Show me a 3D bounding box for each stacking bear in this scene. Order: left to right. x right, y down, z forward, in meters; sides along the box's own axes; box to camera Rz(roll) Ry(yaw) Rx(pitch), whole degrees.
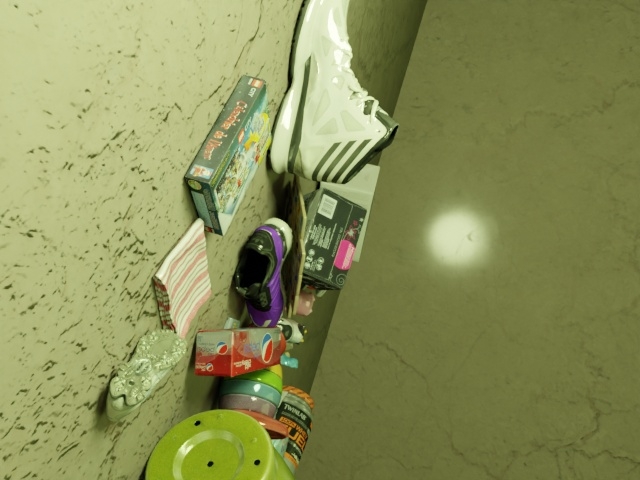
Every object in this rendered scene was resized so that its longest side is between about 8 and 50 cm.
[{"bbox_3d":[-0.159,0.336,1.435,0.175,0.164,0.288,-36,-145,46],"label":"stacking bear"}]

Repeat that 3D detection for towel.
[{"bbox_3d":[-0.226,0.074,0.983,0.197,0.029,0.144,96,13,-46],"label":"towel"}]

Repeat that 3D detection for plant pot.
[{"bbox_3d":[-0.189,0.539,1.156,0.366,0.367,0.352,-62,153,-50],"label":"plant pot"}]

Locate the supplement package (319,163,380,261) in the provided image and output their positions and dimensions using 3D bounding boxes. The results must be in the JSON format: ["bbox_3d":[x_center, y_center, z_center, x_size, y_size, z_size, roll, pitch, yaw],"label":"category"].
[{"bbox_3d":[0.082,-0.104,1.957,0.177,0.176,0.292,-71,172,-51],"label":"supplement package"}]

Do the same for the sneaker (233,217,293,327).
[{"bbox_3d":[-0.146,0.101,1.315,0.146,0.102,0.293,-47,149,-55],"label":"sneaker"}]

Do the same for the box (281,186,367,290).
[{"bbox_3d":[0.000,0.000,1.634,0.142,0.163,0.247,-15,-126,61],"label":"box"}]

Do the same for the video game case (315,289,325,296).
[{"bbox_3d":[0.019,0.050,1.795,0.173,0.022,0.190,-53,-143,41],"label":"video game case"}]

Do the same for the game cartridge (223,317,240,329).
[{"bbox_3d":[-0.209,0.210,1.346,0.083,0.017,0.055,62,49,-76],"label":"game cartridge"}]

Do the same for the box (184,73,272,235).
[{"bbox_3d":[-0.150,-0.146,0.997,0.159,0.044,0.233,90,19,-59],"label":"box"}]

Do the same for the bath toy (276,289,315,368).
[{"bbox_3d":[-0.078,0.202,1.740,0.151,0.129,0.348,24,81,-80],"label":"bath toy"}]

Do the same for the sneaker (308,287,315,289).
[{"bbox_3d":[-0.012,0.125,2.156,0.118,0.107,0.279,-56,169,8],"label":"sneaker"}]

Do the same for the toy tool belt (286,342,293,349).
[{"bbox_3d":[-0.118,0.339,2.007,0.051,0.052,0.083,-108,-158,-45],"label":"toy tool belt"}]

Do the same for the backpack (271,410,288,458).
[{"bbox_3d":[-0.190,0.547,1.550,0.225,0.191,0.253,75,27,-70],"label":"backpack"}]

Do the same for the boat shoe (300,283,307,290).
[{"bbox_3d":[-0.051,0.048,1.825,0.081,0.069,0.227,38,-66,60],"label":"boat shoe"}]

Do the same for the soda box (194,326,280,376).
[{"bbox_3d":[-0.170,0.235,1.245,0.263,0.084,0.092,20,69,-71],"label":"soda box"}]

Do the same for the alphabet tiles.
[{"bbox_3d":[-0.069,0.007,1.411,0.342,0.011,0.285,-102,-161,-56],"label":"alphabet tiles"}]

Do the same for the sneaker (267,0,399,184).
[{"bbox_3d":[0.064,-0.335,1.254,0.169,0.258,0.447,-30,135,-76],"label":"sneaker"}]

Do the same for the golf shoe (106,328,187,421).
[{"bbox_3d":[-0.274,0.204,0.890,0.086,0.069,0.176,-56,177,29],"label":"golf shoe"}]

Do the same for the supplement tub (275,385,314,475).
[{"bbox_3d":[-0.143,0.663,1.944,0.193,0.194,0.316,96,13,-46],"label":"supplement tub"}]
